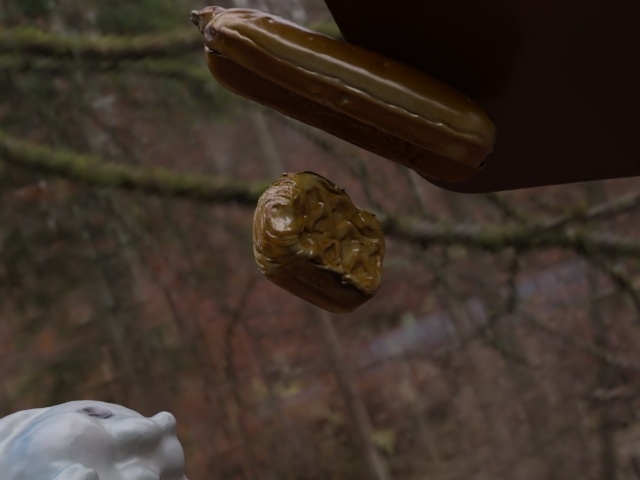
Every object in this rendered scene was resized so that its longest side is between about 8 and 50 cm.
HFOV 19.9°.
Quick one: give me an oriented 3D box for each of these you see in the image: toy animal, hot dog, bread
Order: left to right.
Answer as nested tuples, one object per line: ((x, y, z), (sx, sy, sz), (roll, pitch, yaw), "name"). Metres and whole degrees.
((-0.166, 0.236, 1.165), (0.174, 0.249, 0.289), (-34, 0, 35), "toy animal")
((0.000, 0.000, 1.246), (0.044, 0.083, 0.111), (-13, -35, 43), "bread")
((0.014, -0.110, 1.282), (0.236, 0.062, 0.092), (24, -14, -2), "hot dog")

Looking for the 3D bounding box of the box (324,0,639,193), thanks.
((0.149, -0.239, 1.314), (0.239, 0.339, 0.229), (-5, 44, 28), "box")
